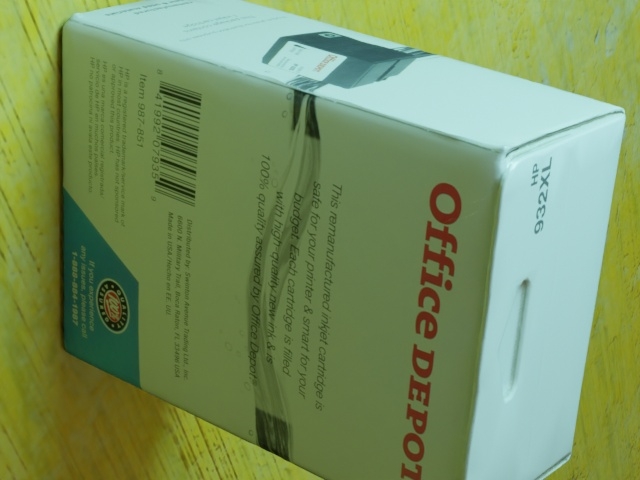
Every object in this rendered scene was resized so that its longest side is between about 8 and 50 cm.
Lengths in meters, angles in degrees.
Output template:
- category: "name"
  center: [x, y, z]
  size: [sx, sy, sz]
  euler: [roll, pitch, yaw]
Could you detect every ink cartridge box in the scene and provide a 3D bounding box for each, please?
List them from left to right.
- category: "ink cartridge box"
  center: [0.000, 0.000, 0.893]
  size: [0.129, 0.307, 0.223]
  euler: [-22, 124, -47]
